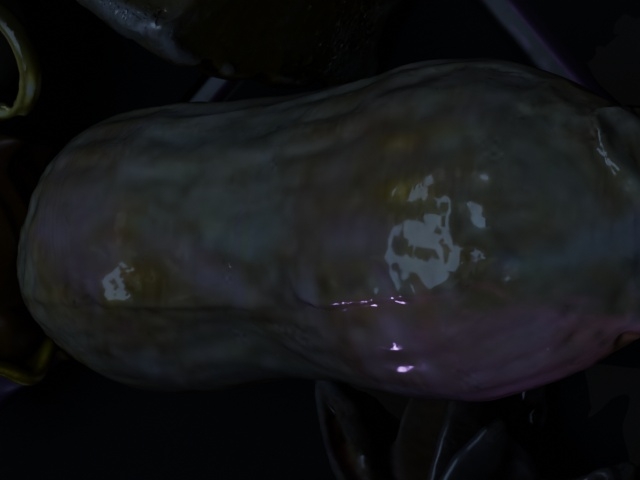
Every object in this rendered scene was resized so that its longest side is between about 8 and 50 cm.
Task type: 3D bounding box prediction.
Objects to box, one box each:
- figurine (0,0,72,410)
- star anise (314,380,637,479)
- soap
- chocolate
[{"bbox_3d":[-0.198,-0.030,0.818,0.189,0.142,0.263,9,110,40],"label":"figurine"},{"bbox_3d":[0.060,0.148,0.695,0.209,0.089,0.231,-31,67,42],"label":"star anise"},{"bbox_3d":[-0.095,-0.161,0.753,0.257,0.160,0.080,38,108,27],"label":"soap"},{"bbox_3d":[0.000,0.000,0.683,0.309,0.134,0.134,-3,88,36],"label":"chocolate"}]
